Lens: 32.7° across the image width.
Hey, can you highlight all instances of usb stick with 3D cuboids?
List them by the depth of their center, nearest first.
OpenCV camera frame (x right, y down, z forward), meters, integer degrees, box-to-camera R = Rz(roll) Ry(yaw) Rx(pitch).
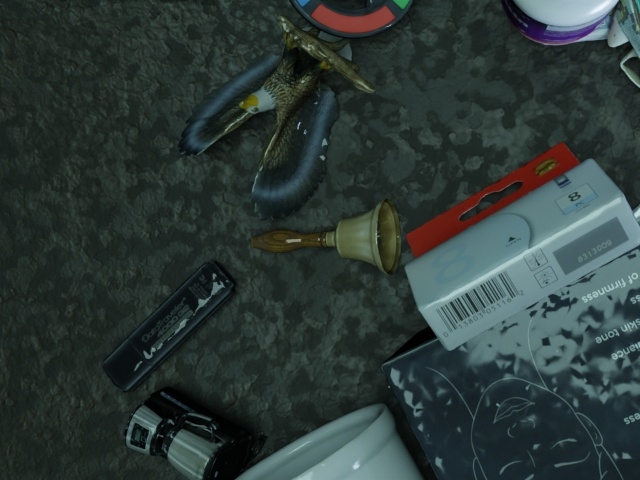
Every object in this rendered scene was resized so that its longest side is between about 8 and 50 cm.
[{"bbox_3d":[-0.261,0.149,1.864,0.278,0.045,0.077,-44,79,8],"label":"usb stick"}]

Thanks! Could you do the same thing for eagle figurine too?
[{"bbox_3d":[-0.074,-0.216,1.772,0.298,0.225,0.226,-57,38,36],"label":"eagle figurine"}]

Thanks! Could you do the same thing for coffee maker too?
[{"bbox_3d":[-0.214,0.333,1.824,0.178,0.171,0.120,26,89,24],"label":"coffee maker"}]

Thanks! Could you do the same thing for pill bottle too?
[{"bbox_3d":[0.350,-0.389,1.571,0.181,0.323,0.181,0,93,9],"label":"pill bottle"}]

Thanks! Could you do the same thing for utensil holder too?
[{"bbox_3d":[0.056,0.501,1.696,0.328,0.327,0.385,-30,91,9],"label":"utensil holder"}]

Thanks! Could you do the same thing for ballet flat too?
[{"bbox_3d":[0.497,-0.299,1.695,0.079,0.077,0.221,-20,110,35],"label":"ballet flat"}]

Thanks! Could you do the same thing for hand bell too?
[{"bbox_3d":[0.000,0.000,1.804,0.242,0.126,0.126,-3,92,22],"label":"hand bell"}]

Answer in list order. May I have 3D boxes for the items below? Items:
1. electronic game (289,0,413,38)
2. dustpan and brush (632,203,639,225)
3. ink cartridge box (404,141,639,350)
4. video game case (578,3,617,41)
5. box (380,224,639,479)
[{"bbox_3d":[0.047,-0.431,1.708,0.229,0.048,0.229,0,89,-14],"label":"electronic game"},{"bbox_3d":[0.572,0.031,1.722,0.211,0.060,0.147,44,98,2],"label":"dustpan and brush"},{"bbox_3d":[0.266,-0.031,1.605,0.308,0.385,0.091,-31,114,9],"label":"ink cartridge box"},{"bbox_3d":[0.490,-0.490,1.727,0.300,0.036,0.329,-4,92,9],"label":"video game case"},{"bbox_3d":[0.422,0.271,1.616,0.480,0.297,0.471,-27,87,16],"label":"box"}]
